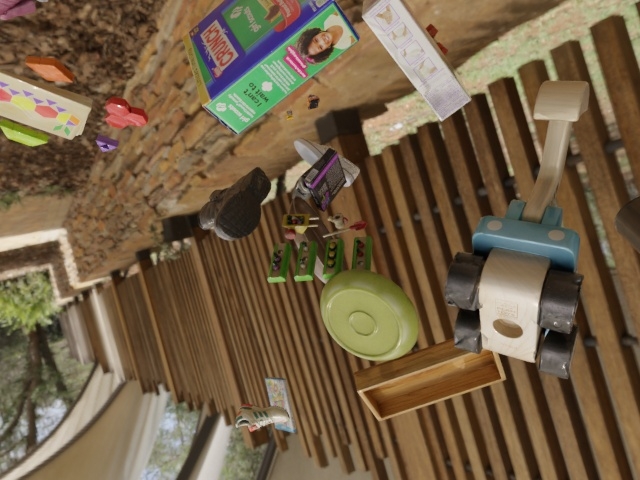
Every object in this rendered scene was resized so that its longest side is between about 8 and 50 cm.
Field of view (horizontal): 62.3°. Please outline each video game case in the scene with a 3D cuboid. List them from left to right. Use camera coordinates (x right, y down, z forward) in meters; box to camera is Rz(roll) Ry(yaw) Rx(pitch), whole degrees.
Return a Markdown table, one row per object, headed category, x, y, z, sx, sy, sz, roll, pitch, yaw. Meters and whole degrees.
| category | x | y | z | sx | sy | sz | roll | pitch | yaw |
| --- | --- | --- | --- | --- | --- | --- | --- | --- | --- |
| video game case | -0.128 | 0.521 | 1.688 | 0.015 | 0.166 | 0.119 | -10 | 176 | -36 |

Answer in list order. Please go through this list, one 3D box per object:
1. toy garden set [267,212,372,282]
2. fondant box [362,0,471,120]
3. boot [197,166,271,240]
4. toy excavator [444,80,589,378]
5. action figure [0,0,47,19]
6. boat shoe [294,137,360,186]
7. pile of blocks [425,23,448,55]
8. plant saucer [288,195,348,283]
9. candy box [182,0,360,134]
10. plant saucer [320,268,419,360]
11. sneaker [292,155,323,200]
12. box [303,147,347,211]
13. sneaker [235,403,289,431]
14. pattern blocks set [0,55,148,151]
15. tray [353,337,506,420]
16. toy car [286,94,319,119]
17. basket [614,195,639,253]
| category | x | y | z | sx | sy | sz | roll | pitch | yaw |
| --- | --- | --- | --- | --- | --- | --- | --- | --- | --- |
| toy garden set | 0.000 | 0.000 | 1.273 | 0.244 | 0.203 | 0.049 | -5 | 137 | 15 |
| fondant box | 0.242 | -0.491 | 1.356 | 0.096 | 0.330 | 0.238 | -36 | -158 | 24 |
| boot | -0.287 | -0.077 | 1.603 | 0.223 | 0.118 | 0.338 | -23 | -158 | 28 |
| toy excavator | 0.420 | -0.030 | 1.043 | 0.222 | 0.433 | 0.445 | 11 | -130 | 29 |
| action figure | -0.774 | -0.626 | 1.311 | 0.370 | 0.275 | 0.248 | -21 | 152 | 33 |
| boat shoe | 0.024 | -0.295 | 1.901 | 0.084 | 0.258 | 0.095 | -50 | 175 | -22 |
| pile of blocks | 0.355 | -0.702 | 1.853 | 0.149 | 0.362 | 0.112 | 27 | 119 | -25 |
| plant saucer | -0.010 | 0.014 | 1.550 | 0.050 | 0.310 | 0.310 | -30 | 175 | 14 |
| candy box | -0.115 | -0.415 | 1.087 | 0.317 | 0.268 | 0.122 | -36 | 142 | 15 |
| plant saucer | 0.099 | 0.178 | 1.184 | 0.241 | 0.241 | 0.037 | -17 | -165 | 36 |
| sneaker | -0.046 | -0.195 | 1.819 | 0.234 | 0.078 | 0.106 | -43 | -177 | 43 |
| box | 0.016 | -0.163 | 1.448 | 0.116 | 0.029 | 0.162 | -53 | 153 | -13 |
| sneaker | -0.170 | 0.519 | 1.524 | 0.161 | 0.057 | 0.075 | 1 | -144 | 18 |
| pattern blocks set | -0.525 | -0.253 | 0.989 | 0.285 | 0.026 | 0.325 | -20 | 149 | 40 |
| tray | 0.327 | 0.403 | 1.583 | 0.411 | 0.203 | 0.076 | -22 | -139 | 9 |
| toy car | -0.062 | -0.437 | 1.704 | 0.122 | 0.040 | 0.060 | -21 | 164 | 3 |
| basket | 0.811 | 0.009 | 1.188 | 0.204 | 0.154 | 0.227 | 0 | -145 | 5 |
